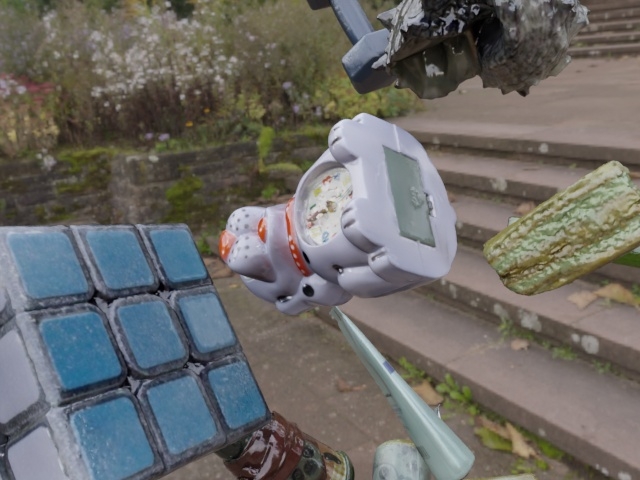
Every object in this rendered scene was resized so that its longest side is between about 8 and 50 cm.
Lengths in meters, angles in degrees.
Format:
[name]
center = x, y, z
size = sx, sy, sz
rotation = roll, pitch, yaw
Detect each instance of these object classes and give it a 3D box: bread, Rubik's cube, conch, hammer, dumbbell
[bread]
center = 0.301, -0.006, 0.769
size = 0.196, 0.102, 0.138
rotation = -34, -12, 21
[Rubik's cube]
center = -0.299, 0.177, 0.777
size = 0.303, 0.305, 0.301
rotation = -35, -13, 27
[conch]
center = 0.223, -0.298, 0.882
size = 0.312, 0.241, 0.186
rotation = -19, 27, 24
[hammer]
center = 0.237, 0.451, 1.121
size = 0.305, 0.113, 0.202
rotation = -11, 53, 23
[dumbbell]
center = 0.071, -0.489, 1.395
size = 0.159, 0.325, 0.144
rotation = -21, -15, -22

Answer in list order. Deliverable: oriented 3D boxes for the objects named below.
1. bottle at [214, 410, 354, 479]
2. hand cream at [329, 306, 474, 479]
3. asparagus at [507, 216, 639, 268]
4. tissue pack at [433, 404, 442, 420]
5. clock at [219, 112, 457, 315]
[bottle]
center = -0.081, 0.381, 1.088
size = 0.271, 0.143, 0.156
rotation = 35, 13, -18
[hand cream]
center = 0.113, 0.232, 0.968
size = 0.067, 0.321, 0.109
rotation = -38, -10, -9
[asparagus]
center = 0.477, 0.004, 1.158
size = 0.277, 0.067, 0.060
rotation = 9, 14, 29
[tissue pack]
center = 0.274, 0.481, 1.421
size = 0.026, 0.123, 0.193
rotation = -6, 58, -4
[clock]
center = 0.000, -0.002, 0.706
size = 0.253, 0.189, 0.188
rotation = -26, 1, 36
